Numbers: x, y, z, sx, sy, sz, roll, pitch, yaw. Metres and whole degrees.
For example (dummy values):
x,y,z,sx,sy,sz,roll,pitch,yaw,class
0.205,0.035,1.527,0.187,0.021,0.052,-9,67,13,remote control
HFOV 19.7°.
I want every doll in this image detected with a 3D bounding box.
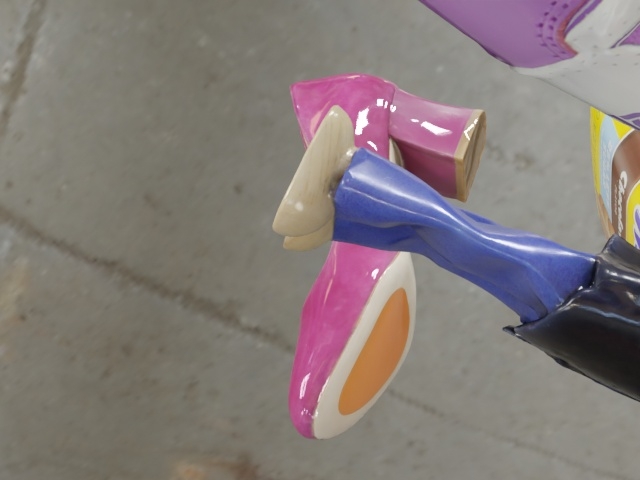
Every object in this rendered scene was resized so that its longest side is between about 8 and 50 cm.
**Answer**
x,y,z,sx,sy,sz,roll,pitch,yaw,class
0.081,0.022,0.536,0.189,0.129,0.046,26,86,5,doll

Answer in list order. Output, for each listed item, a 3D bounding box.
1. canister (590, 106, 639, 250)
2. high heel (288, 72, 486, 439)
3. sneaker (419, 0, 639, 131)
x,y,z,sx,sy,sz,roll,pitch,yaw,class
0.174,0.011,0.833,0.073,0.126,0.170,-12,44,1,canister
0.000,0.000,0.978,0.117,0.082,0.244,12,53,17,high heel
0.106,-0.148,0.358,0.161,0.102,0.282,34,82,-24,sneaker
